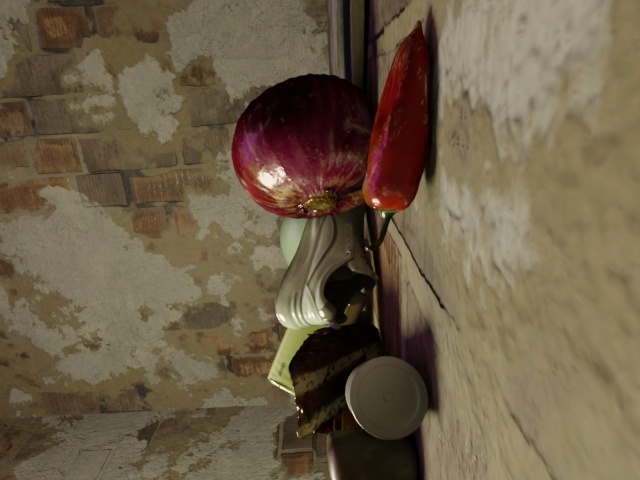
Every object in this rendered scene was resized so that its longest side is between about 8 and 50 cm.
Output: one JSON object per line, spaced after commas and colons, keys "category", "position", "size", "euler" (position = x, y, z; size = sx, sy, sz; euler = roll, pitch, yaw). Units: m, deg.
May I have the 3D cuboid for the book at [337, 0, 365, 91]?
{"category": "book", "position": [0.059, -0.437, 0.847], "size": [0.264, 0.031, 0.379], "euler": [83, -177, -47]}

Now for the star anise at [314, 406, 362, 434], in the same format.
{"category": "star anise", "position": [0.059, 0.324, 0.843], "size": [0.196, 0.111, 0.212], "euler": [-35, 27, 49]}

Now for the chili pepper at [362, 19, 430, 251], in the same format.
{"category": "chili pepper", "position": [0.067, -0.082, 0.352], "size": [0.059, 0.050, 0.191], "euler": [-80, -1, -75]}

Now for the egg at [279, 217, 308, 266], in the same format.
{"category": "egg", "position": [0.000, 0.000, 1.037], "size": [0.282, 0.203, 0.202], "euler": [82, -176, -55]}

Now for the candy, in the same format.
{"category": "candy", "position": [0.063, 0.309, 0.562], "size": [0.234, 0.104, 0.102], "euler": [85, -177, -67]}

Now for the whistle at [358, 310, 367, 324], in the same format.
{"category": "whistle", "position": [0.097, 0.257, 0.967], "size": [0.039, 0.039, 0.186], "euler": [86, -179, -64]}

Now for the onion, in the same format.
{"category": "onion", "position": [-0.035, -0.169, 0.725], "size": [0.272, 0.256, 0.230], "euler": [55, 179, 23]}

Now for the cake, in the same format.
{"category": "cake", "position": [0.037, 0.205, 0.658], "size": [0.246, 0.135, 0.112], "euler": [23, -123, -84]}

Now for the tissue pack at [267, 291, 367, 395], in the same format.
{"category": "tissue pack", "position": [-0.003, 0.212, 0.917], "size": [0.234, 0.125, 0.159], "euler": [-69, -18, 9]}

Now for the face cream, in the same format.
{"category": "face cream", "position": [0.069, 0.186, 0.505], "size": [0.250, 0.077, 0.077], "euler": [85, -178, -71]}

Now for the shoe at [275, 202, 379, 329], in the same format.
{"category": "shoe", "position": [0.046, 0.032, 0.772], "size": [0.124, 0.159, 0.316], "euler": [46, -117, -44]}
